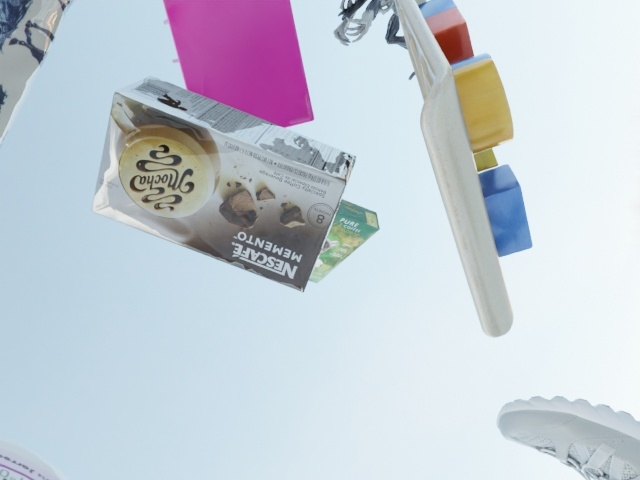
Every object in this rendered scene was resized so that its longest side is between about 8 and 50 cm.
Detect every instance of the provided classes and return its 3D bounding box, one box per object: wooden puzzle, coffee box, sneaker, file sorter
[{"bbox_3d":[0.166,-0.118,0.720,0.348,0.080,0.322,-89,-21,-49],"label":"wooden puzzle"},{"bbox_3d":[0.000,0.000,1.057,0.113,0.184,0.040,18,-133,-29],"label":"coffee box"},{"bbox_3d":[-0.122,-0.075,0.826,0.119,0.297,0.168,-71,2,-64],"label":"coffee box"},{"bbox_3d":[0.306,0.235,0.638,0.105,0.281,0.115,34,-109,-48],"label":"sneaker"},{"bbox_3d":[-0.160,-0.338,1.120,0.202,0.182,0.291,-17,-71,-14],"label":"file sorter"}]

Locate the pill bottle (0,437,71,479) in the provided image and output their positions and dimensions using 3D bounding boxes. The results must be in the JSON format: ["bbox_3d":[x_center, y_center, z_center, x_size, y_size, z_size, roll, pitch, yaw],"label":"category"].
[{"bbox_3d":[-0.144,0.177,0.157,0.169,0.301,0.169,-1,-85,-16],"label":"pill bottle"}]

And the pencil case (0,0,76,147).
[{"bbox_3d":[-0.436,-0.155,0.693,0.410,0.160,0.183,-64,-30,-5],"label":"pencil case"}]

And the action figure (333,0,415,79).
[{"bbox_3d":[0.087,-0.395,1.096,0.275,0.164,0.141,42,-79,-10],"label":"action figure"}]
